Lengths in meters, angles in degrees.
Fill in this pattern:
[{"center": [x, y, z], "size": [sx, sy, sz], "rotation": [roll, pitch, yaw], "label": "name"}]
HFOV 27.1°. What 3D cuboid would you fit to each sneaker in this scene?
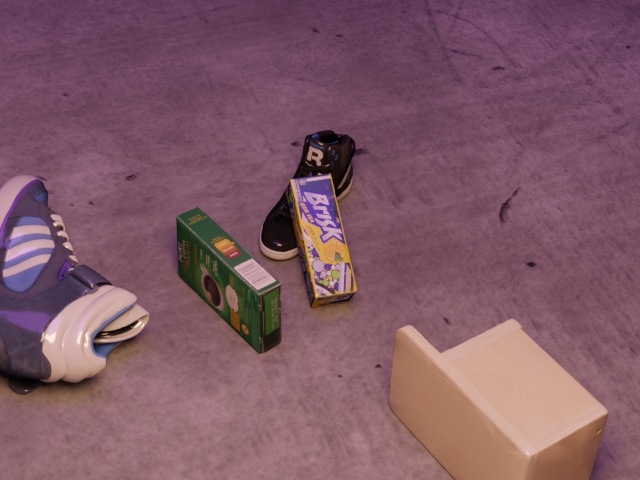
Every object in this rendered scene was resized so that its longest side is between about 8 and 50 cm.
[{"center": [-0.327, 0.056, 1.703], "size": [0.236, 0.130, 0.323], "rotation": [15, 38, -2], "label": "sneaker"}, {"center": [-0.022, -0.079, 1.857], "size": [0.079, 0.121, 0.217], "rotation": [20, 45, 18], "label": "sneaker"}]

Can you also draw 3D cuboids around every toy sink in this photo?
[{"center": [0.204, 0.195, 1.554], "size": [0.131, 0.153, 0.234], "rotation": [-24, 48, -27], "label": "toy sink"}]

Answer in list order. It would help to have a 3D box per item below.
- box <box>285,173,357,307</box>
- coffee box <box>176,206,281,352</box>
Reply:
[{"center": [0.000, 0.000, 1.769], "size": [0.059, 0.054, 0.169], "rotation": [-9, 73, -12], "label": "box"}, {"center": [-0.120, 0.049, 1.719], "size": [0.040, 0.113, 0.184], "rotation": [-28, 50, -28], "label": "coffee box"}]
